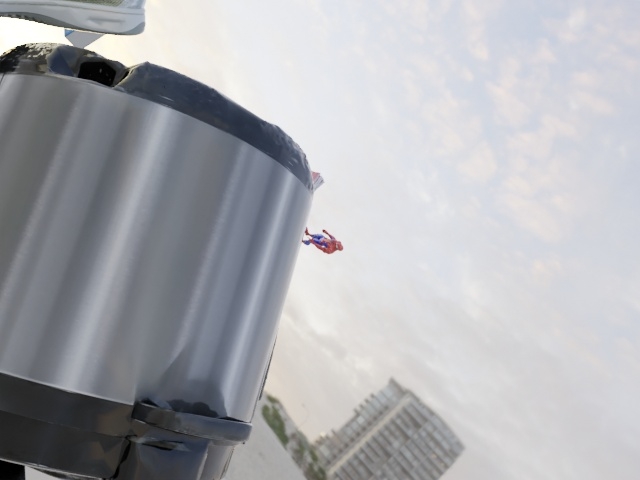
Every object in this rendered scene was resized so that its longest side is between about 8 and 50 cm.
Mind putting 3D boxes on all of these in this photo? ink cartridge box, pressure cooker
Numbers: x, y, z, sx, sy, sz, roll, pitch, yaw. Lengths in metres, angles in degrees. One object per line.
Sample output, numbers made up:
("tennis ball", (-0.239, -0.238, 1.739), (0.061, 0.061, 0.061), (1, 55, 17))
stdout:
("ink cartridge box", (-0.535, -0.505, 1.428), (0.052, 0.088, 0.122), (48, 20, -51))
("pressure cooker", (-0.227, 0.068, 0.639), (0.376, 0.420, 0.370), (16, -13, -4))

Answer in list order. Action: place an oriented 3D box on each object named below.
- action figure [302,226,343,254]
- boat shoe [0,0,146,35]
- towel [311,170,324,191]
("action figure", (0.000, 0.000, 1.063), (0.115, 0.038, 0.030), (22, -45, 47))
("boat shoe", (-0.351, -0.303, 0.693), (0.118, 0.320, 0.103), (46, -52, 52))
("towel", (-0.107, -0.107, 1.322), (0.197, 0.144, 0.029), (15, -40, 27))
